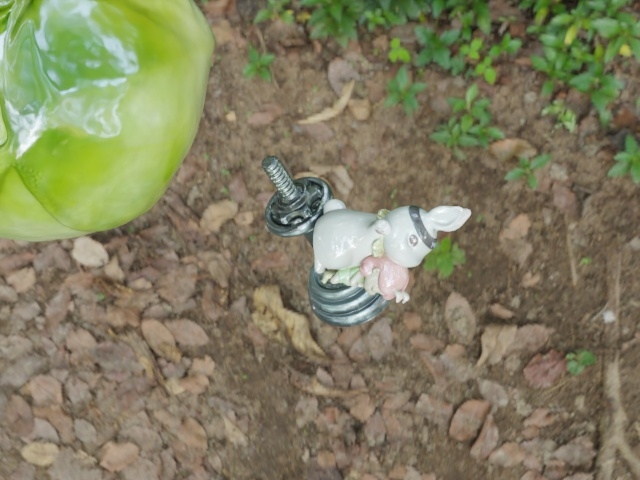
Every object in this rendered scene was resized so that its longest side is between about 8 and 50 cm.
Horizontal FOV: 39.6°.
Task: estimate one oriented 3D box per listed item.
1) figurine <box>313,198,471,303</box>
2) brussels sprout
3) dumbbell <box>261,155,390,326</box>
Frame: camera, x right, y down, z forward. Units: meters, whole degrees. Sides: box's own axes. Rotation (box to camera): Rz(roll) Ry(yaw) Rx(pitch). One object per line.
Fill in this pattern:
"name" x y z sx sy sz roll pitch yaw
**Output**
"figurine" 0.072 0.010 0.870 0.146 0.098 0.081 2 18 21
"brussels sprout" -0.226 -0.126 0.691 0.227 0.259 0.294 -9 10 41
"dumbbell" 0.000 0.000 0.971 0.110 0.254 0.110 -18 45 18
